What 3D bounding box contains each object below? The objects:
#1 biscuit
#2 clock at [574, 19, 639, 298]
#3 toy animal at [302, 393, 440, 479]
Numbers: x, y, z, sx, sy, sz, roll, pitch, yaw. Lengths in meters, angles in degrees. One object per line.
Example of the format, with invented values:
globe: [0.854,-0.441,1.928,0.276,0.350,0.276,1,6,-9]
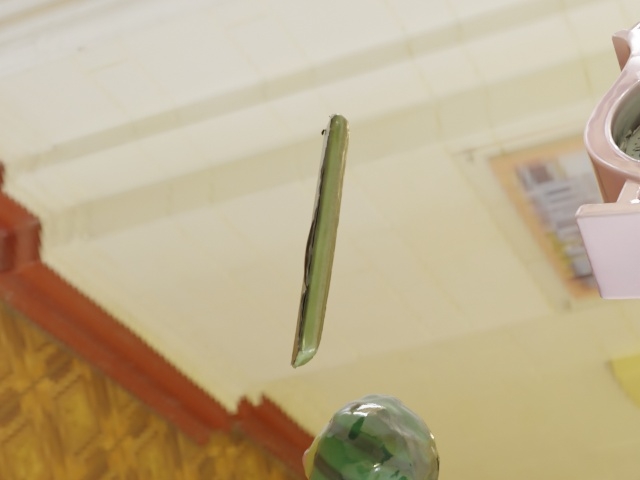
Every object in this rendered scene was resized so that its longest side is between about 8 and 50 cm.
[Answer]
biscuit: [0.000,0.000,1.792,0.099,0.038,0.322,109,-11,-72]
clock: [0.333,-0.092,1.019,0.275,0.290,0.080,-73,145,-51]
toy animal: [0.061,0.370,1.937,0.216,0.191,0.338,-24,134,-61]
